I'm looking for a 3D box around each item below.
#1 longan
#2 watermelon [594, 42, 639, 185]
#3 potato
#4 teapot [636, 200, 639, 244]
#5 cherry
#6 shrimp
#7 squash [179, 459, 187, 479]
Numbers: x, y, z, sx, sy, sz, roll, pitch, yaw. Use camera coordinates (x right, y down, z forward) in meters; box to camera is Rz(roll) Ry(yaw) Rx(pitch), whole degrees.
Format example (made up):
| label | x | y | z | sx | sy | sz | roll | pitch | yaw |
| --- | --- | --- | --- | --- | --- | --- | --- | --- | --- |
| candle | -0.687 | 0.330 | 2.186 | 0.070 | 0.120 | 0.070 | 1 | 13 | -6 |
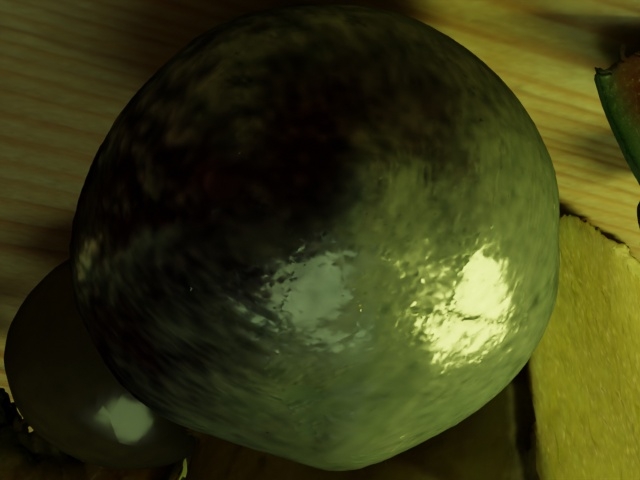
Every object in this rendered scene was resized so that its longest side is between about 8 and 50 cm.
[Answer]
| label | x | y | z | sx | sy | sz | roll | pitch | yaw |
| --- | --- | --- | --- | --- | --- | --- | --- | --- | --- |
| longan | -0.122 | 0.078 | 1.262 | 0.204 | 0.159 | 0.185 | -27 | 153 | 36 |
| watermelon | 0.252 | -0.020 | 0.952 | 0.231 | 0.146 | 0.128 | 0 | 162 | -4 |
| potato | 0.083 | 0.201 | 1.207 | 0.319 | 0.385 | 0.442 | -13 | 171 | 26 |
| teapot | 0.231 | -0.022 | 1.084 | 0.076 | 0.068 | 0.121 | -14 | 149 | -31 |
| cherry | 0.000 | 0.000 | 0.921 | 0.255 | 0.218 | 0.296 | 10 | 154 | -5 |
| shrimp | -0.220 | 0.108 | 1.379 | 0.290 | 0.222 | 0.054 | 39 | 159 | 19 |
| squash | -0.042 | 0.156 | 1.457 | 0.192 | 0.085 | 0.184 | -35 | -179 | -1 |
